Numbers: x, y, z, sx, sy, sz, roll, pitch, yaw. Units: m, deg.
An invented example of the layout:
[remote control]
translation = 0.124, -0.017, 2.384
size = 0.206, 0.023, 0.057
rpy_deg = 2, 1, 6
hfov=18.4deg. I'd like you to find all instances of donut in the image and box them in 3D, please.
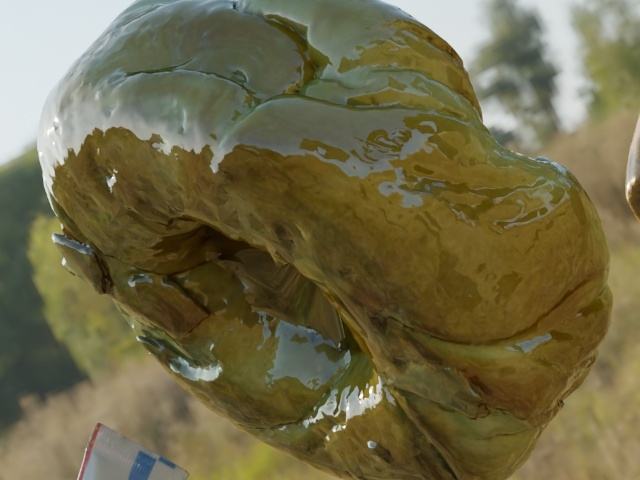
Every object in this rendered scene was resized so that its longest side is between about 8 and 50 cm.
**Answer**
[donut]
translation = 0.000, 0.000, 1.140
size = 0.170, 0.360, 0.360
rpy_deg = -52, 11, -26

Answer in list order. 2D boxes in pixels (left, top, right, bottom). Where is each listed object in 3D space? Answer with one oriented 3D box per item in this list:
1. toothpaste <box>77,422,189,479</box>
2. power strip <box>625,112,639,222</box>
[toothpaste]
translation = -0.101, 0.164, 0.743
size = 0.031, 0.048, 0.190
rpy_deg = -12, 51, 53
[power strip]
translation = 0.125, 0.032, 0.437
size = 0.049, 0.178, 0.028
rpy_deg = -18, 31, 35
